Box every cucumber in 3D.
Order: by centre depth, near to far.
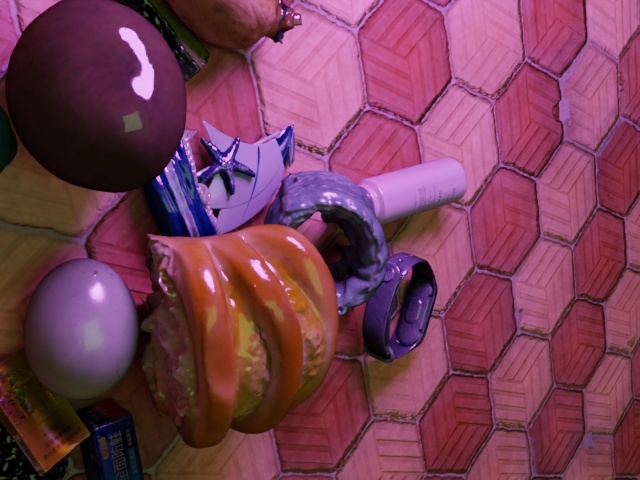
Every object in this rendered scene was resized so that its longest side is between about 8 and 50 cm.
[{"bbox_3d":[-0.246,-0.318,1.012,0.211,0.062,0.078,51,25,-25],"label":"cucumber"}]

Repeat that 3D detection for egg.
[{"bbox_3d":[-0.323,0.120,0.981,0.149,0.149,0.192,2,91,-37],"label":"egg"}]

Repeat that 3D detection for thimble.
[{"bbox_3d":[0.000,0.000,1.159,0.199,0.143,0.235,-24,111,3],"label":"thimble"}]

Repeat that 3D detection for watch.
[{"bbox_3d":[0.148,0.127,1.353,0.193,0.068,0.206,21,89,-56],"label":"watch"}]

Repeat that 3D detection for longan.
[{"bbox_3d":[-0.273,-0.177,0.899,0.248,0.248,0.248,-8,103,-35],"label":"longan"}]

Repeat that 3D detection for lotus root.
[{"bbox_3d":[-0.140,-0.363,1.018,0.257,0.140,0.154,30,65,-54],"label":"lotus root"}]

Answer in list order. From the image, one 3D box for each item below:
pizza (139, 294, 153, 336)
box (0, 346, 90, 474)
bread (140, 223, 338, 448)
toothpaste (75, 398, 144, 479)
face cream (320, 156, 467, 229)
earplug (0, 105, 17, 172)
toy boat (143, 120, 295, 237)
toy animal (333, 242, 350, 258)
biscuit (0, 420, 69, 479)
[{"bbox_3d":[-0.223,0.157,1.130,0.178,0.041,0.130,25,81,-37],"label":"pizza"},{"bbox_3d":[-0.389,0.227,0.979,0.156,0.022,0.089,59,34,-5],"label":"box"},{"bbox_3d":[-0.110,0.140,1.011,0.270,0.211,0.315,-2,114,-21],"label":"bread"},{"bbox_3d":[-0.303,0.404,1.096,0.066,0.076,0.320,-18,110,-36],"label":"toothpaste"},{"bbox_3d":[0.130,-0.079,1.313,0.312,0.092,0.092,-18,109,-34],"label":"face cream"},{"bbox_3d":[-0.487,-0.168,0.830,0.280,0.164,0.257,20,50,-49],"label":"earplug"},{"bbox_3d":[-0.153,-0.112,1.118,0.291,0.070,0.210,-54,129,-20],"label":"toy boat"},{"bbox_3d":[0.056,0.072,1.303,0.047,0.065,0.135,-17,122,-32],"label":"toy animal"},{"bbox_3d":[-0.442,0.311,0.990,0.195,0.053,0.194,-8,103,-35],"label":"biscuit"}]
